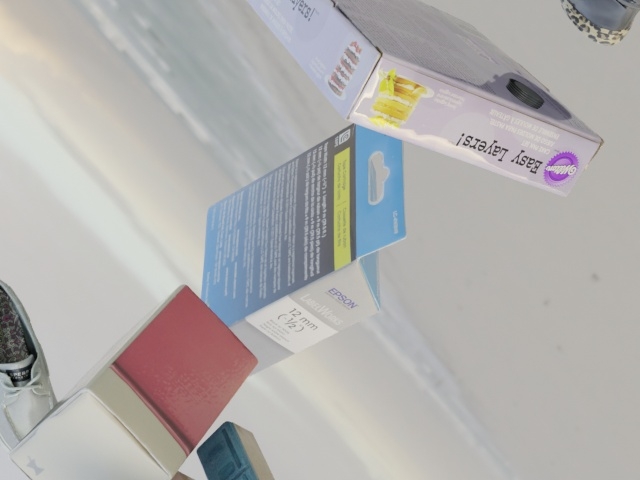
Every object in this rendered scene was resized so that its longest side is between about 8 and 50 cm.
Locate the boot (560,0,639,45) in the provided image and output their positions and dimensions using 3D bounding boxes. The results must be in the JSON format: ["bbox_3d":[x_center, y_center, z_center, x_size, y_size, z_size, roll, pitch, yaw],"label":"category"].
[{"bbox_3d":[0.253,-0.310,1.317,0.236,0.085,0.178,56,172,9],"label":"boot"}]

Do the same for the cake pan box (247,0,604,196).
[{"bbox_3d":[0.081,-0.156,1.156,0.245,0.070,0.267,17,-157,-35],"label":"cake pan box"}]

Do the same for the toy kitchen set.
[{"bbox_3d":[-0.173,0.277,1.360,0.166,0.207,0.122,35,-166,-41],"label":"toy kitchen set"}]

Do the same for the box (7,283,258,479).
[{"bbox_3d":[-0.191,0.176,1.401,0.127,0.148,0.232,47,-148,-5],"label":"box"}]

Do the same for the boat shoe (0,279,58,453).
[{"bbox_3d":[-0.347,0.148,1.493,0.228,0.079,0.081,68,160,9],"label":"boat shoe"}]

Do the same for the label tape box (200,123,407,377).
[{"bbox_3d":[0.000,0.000,1.767,0.115,0.347,0.249,40,-144,-36],"label":"label tape box"}]
